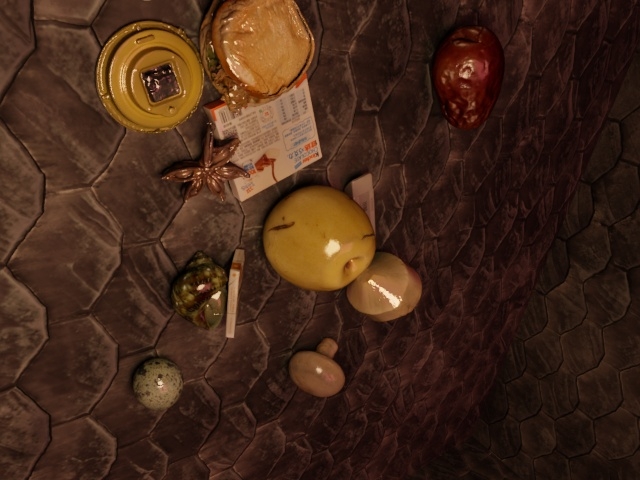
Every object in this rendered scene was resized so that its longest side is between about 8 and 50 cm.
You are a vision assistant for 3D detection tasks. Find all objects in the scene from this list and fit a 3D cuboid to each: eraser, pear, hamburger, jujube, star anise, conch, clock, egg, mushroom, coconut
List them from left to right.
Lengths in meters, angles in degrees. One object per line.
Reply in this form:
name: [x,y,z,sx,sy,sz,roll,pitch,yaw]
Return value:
clock: [-0.340,-0.330,1.061,0.237,0.057,0.237,-23,129,-31]
egg: [-0.442,0.396,1.396,0.132,0.132,0.172,-23,142,-30]
conch: [-0.313,0.131,1.350,0.181,0.124,0.187,-64,162,-2]
star anise: [-0.263,-0.167,1.206,0.208,0.063,0.172,-44,132,12]
hamburger: [-0.139,-0.414,1.110,0.243,0.146,0.285,1,103,-36]
pear: [0.000,0.000,1.420,0.309,0.309,0.309,-23,130,-30]
mushroom: [0.004,0.449,1.791,0.209,0.206,0.206,-36,136,-19]
eraser: [0.129,-0.066,1.661,0.089,0.061,0.351,-30,132,-25]
coconut: [0.216,0.159,1.765,0.259,0.259,0.259,-23,130,-30]
jujube: [0.454,-0.495,1.577,0.223,0.223,0.318,-40,144,-15]

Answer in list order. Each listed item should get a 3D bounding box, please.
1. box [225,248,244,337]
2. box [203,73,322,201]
box: [-0.240,0.148,1.430,0.032,0.122,0.220,8,117,-5]
box: [-0.132,-0.270,1.295,0.273,0.048,0.265,-32,133,-24]
